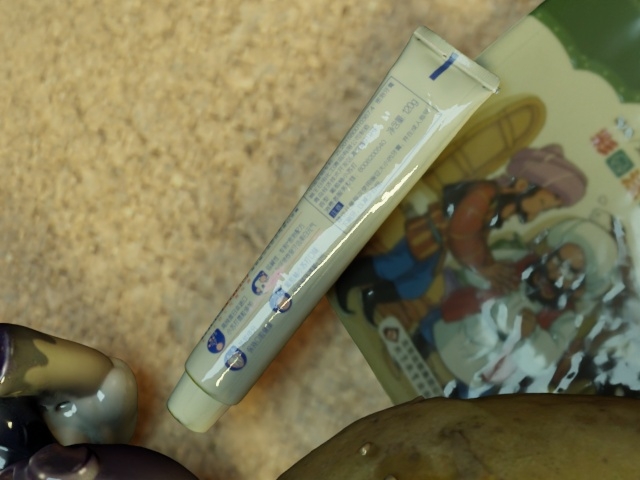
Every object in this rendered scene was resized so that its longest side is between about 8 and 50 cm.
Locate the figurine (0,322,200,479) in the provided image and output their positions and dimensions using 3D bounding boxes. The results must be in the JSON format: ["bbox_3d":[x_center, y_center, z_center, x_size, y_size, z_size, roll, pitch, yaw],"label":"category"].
[{"bbox_3d":[-0.095,0.153,0.583,0.145,0.145,0.222,-42,55,15],"label":"figurine"}]

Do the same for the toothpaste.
[{"bbox_3d":[0.000,0.000,0.571,0.052,0.033,0.218,41,100,25],"label":"toothpaste"}]

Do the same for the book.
[{"bbox_3d":[0.130,-0.010,0.536,0.264,0.027,0.202,-39,66,17],"label":"book"}]

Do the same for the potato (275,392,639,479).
[{"bbox_3d":[0.093,0.135,0.443,0.262,0.165,0.165,12,87,7],"label":"potato"}]
